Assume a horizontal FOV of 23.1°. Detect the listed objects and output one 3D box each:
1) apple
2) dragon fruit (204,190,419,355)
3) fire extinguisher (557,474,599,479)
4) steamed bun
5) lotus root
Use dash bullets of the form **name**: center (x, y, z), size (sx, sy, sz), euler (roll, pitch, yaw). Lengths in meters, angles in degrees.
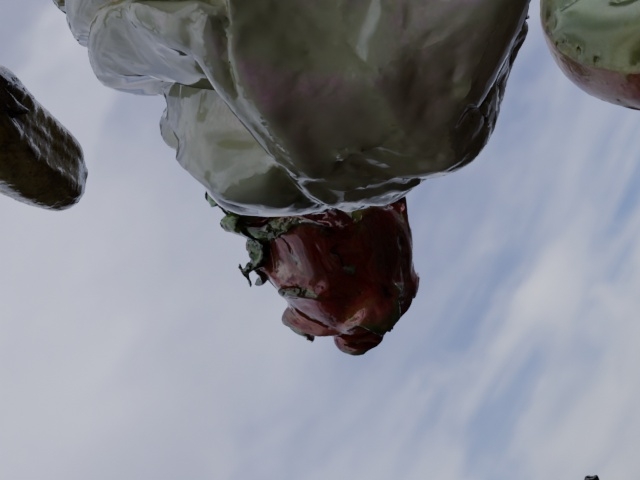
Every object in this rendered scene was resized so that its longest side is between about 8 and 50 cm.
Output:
- **apple**: center (0.318, -0.213, 1.492), size (0.174, 0.188, 0.207), euler (53, -125, -33)
- **dragon fruit**: center (-0.012, 0.017, 1.749), size (0.198, 0.269, 0.200), euler (-108, 33, -60)
- **fire extinguisher**: center (0.278, 0.325, 1.395), size (0.341, 0.105, 0.141), euler (48, -129, -40)
- **steamed bun**: center (-0.031, -0.117, 0.901), size (0.268, 0.280, 0.207), euler (-136, 66, -70)
- **lotus root**: center (-0.307, -0.097, 1.559), size (0.258, 0.097, 0.110), euler (53, -147, -62)
